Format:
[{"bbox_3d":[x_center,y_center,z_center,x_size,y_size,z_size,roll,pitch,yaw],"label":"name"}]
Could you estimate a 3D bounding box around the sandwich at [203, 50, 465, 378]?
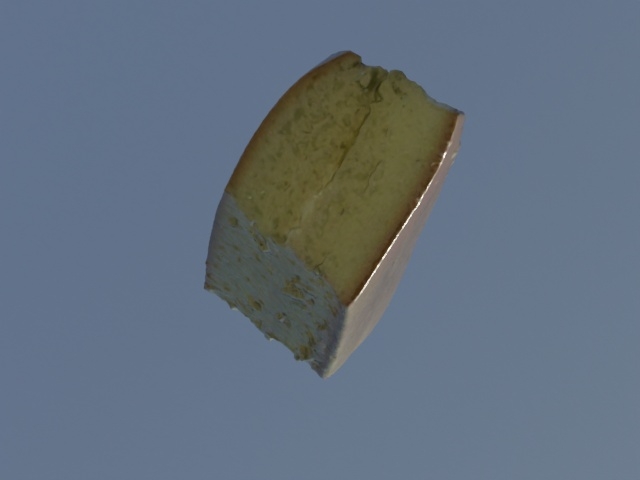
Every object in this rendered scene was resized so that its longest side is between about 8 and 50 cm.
[{"bbox_3d":[0.000,0.000,0.854,0.094,0.258,0.096,36,-118,12],"label":"sandwich"}]
